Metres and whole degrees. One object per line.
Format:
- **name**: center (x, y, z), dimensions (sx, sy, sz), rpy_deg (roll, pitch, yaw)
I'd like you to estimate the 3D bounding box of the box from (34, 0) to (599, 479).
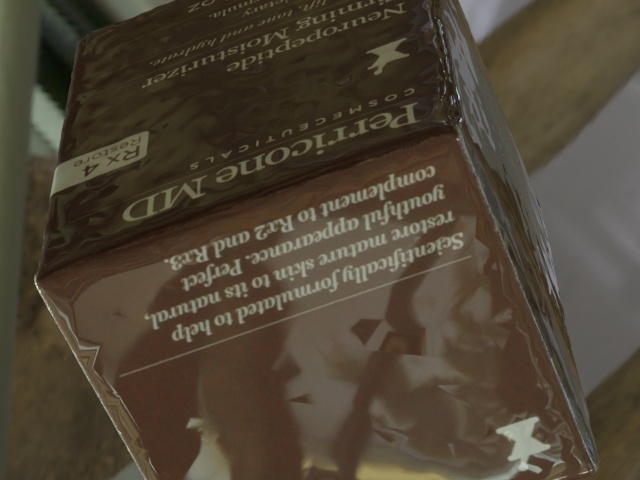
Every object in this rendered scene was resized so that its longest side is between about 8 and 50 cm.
- **box**: center (0.000, 0.000, 0.798), dimensions (0.168, 0.167, 0.203), rpy_deg (-19, -150, 10)
